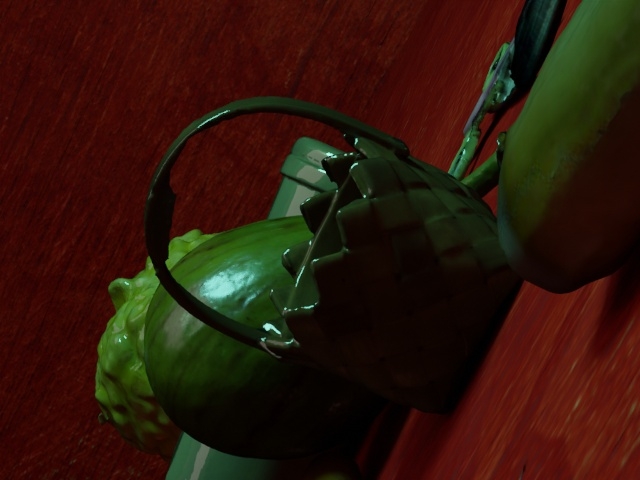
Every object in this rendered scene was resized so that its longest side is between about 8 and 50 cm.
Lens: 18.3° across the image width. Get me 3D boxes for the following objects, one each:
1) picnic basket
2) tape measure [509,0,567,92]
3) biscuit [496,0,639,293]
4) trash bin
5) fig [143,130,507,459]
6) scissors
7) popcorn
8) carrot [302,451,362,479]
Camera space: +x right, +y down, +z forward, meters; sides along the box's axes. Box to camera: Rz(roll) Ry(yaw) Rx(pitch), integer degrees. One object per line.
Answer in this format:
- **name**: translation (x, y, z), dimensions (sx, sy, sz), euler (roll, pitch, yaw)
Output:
- **picnic basket**: translation (0.000, 0.000, 0.993), dimensions (0.138, 0.178, 0.128), euler (-102, 33, -76)
- **tape measure**: translation (0.144, -0.187, 1.039), dimensions (0.215, 0.098, 0.351), euler (-66, 1, -56)
- **biscuit**: translation (0.154, -0.135, 0.688), dimensions (0.290, 0.062, 0.237), euler (-58, 5, 48)
- **trash bin**: translation (-0.009, 0.064, 1.343), dimensions (0.243, 0.121, 0.247), euler (-153, 86, -87)
- **fig**: translation (0.013, 0.012, 1.135), dimensions (0.259, 0.151, 0.151), euler (-49, 7, 16)
- **scissors**: translation (0.123, -0.105, 1.378), dimensions (0.187, 0.020, 0.133), euler (119, 174, -70)
- **popcorn**: translation (-0.105, 0.122, 1.932), dimensions (0.237, 0.251, 0.206), euler (-30, 31, 2)
- **carrot**: translation (0.008, 0.143, 1.090), dimensions (0.035, 0.035, 0.142), euler (-63, 6, 7)
